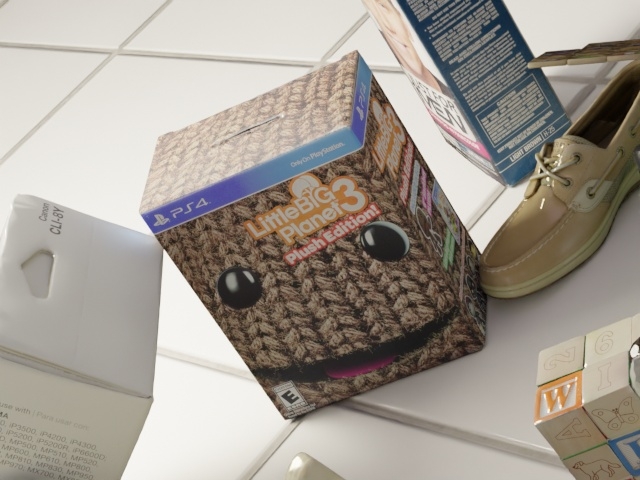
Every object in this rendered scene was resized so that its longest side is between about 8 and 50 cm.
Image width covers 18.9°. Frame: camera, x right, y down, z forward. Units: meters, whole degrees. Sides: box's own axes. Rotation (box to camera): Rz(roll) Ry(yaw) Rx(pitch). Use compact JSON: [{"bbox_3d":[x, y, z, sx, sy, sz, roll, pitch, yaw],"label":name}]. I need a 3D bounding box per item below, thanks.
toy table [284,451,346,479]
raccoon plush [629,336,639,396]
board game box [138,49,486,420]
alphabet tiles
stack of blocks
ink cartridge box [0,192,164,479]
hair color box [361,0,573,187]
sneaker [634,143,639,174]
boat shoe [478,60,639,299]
[{"bbox_3d":[0.025,0.289,1.519,0.274,0.252,0.161,26,79,44],"label":"toy table"},{"bbox_3d":[0.363,0.232,1.249,0.216,0.446,0.299,-34,-5,10],"label":"raccoon plush"},{"bbox_3d":[0.000,0.000,1.900,0.232,0.291,0.141,-22,31,19],"label":"board game box"},{"bbox_3d":[0.331,-0.201,2.024,0.198,0.009,0.237,-4,8,14],"label":"alphabet tiles"},{"bbox_3d":[0.336,0.120,1.487,0.297,0.171,0.087,-24,30,26],"label":"stack of blocks"},{"bbox_3d":[-0.283,0.194,1.817,0.279,0.160,0.384,-95,25,-58],"label":"ink cartridge box"},{"bbox_3d":[0.130,-0.237,2.069,0.105,0.347,0.174,-36,29,-5],"label":"hair color box"},{"bbox_3d":[0.448,-0.169,1.803,0.185,0.202,0.483,0,43,44],"label":"sneaker"},{"bbox_3d":[0.255,-0.064,1.942,0.302,0.098,0.109,-44,31,-19],"label":"boat shoe"}]
